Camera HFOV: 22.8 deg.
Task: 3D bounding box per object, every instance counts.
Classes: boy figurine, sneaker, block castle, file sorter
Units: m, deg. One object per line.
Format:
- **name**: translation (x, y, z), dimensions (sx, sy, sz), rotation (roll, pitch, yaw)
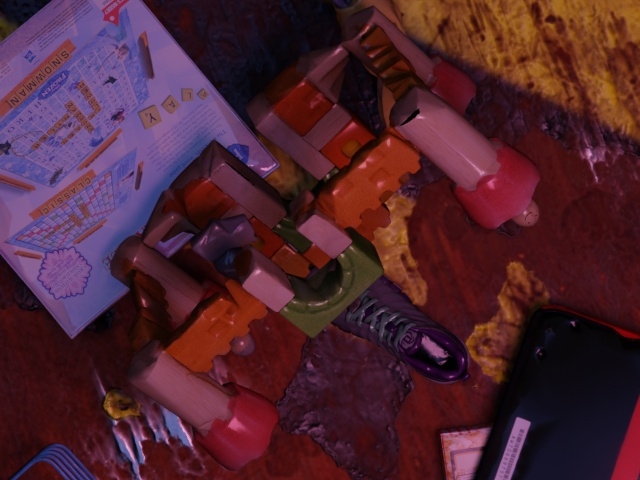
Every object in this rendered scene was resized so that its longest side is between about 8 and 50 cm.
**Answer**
- **boy figurine**: translation (0.045, -0.253, 1.819), dimensions (0.092, 0.177, 0.285), rotation (-32, 119, 7)
- **sneaker**: translation (0.083, 0.092, 1.847), dimensions (0.223, 0.098, 0.083), rotation (30, 89, -2)
- **block castle**: translation (0.000, 0.000, 1.688), dimensions (0.453, 0.303, 0.213), rotation (-44, 120, 12)
- **file sorter**: translation (-0.309, 0.305, 1.801), dimensions (0.104, 0.170, 0.118), rotation (-43, 92, -4)

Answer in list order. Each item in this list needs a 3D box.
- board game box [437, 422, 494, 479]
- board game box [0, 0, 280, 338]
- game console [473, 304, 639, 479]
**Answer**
- **board game box**: translation (0.224, 0.312, 1.879), dimensions (0.146, 0.045, 0.194), rotation (-7, 91, -2)
- **board game box**: translation (-0.268, -0.107, 1.849), dimensions (0.318, 0.066, 0.318), rotation (-39, 92, -1)
- **game console**: translation (0.348, 0.302, 1.813), dimensions (0.342, 0.060, 0.387), rotation (19, 84, 14)
